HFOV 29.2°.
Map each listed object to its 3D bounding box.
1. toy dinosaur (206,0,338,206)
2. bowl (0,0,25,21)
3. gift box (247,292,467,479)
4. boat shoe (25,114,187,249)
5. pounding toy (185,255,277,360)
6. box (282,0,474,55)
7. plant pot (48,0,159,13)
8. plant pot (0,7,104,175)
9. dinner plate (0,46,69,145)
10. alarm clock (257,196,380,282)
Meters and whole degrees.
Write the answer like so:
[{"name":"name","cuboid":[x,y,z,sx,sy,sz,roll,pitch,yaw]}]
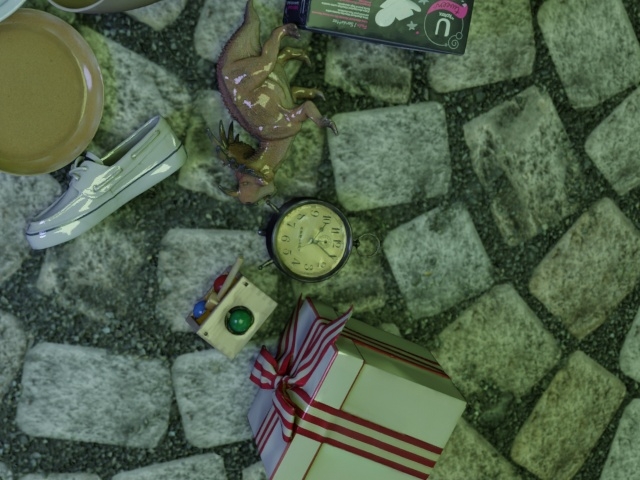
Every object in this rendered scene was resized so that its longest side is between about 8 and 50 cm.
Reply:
[{"name":"toy dinosaur","cuboid":[-0.098,-0.207,1.826,0.200,0.127,0.296,-21,94,3]},{"name":"bowl","cuboid":[-0.511,-0.417,1.668,0.297,0.134,0.298,0,93,-9]},{"name":"gift box","cuboid":[0.040,0.229,1.851,0.258,0.255,0.276,22,97,-18]},{"name":"boat shoe","cuboid":[-0.320,-0.088,1.783,0.267,0.096,0.088,-33,114,-11]},{"name":"pounding toy","cuboid":[-0.136,0.093,1.839,0.100,0.141,0.130,40,86,-16]},{"name":"box","cuboid":[0.086,-0.363,1.829,0.247,0.163,0.142,8,98,-16]},{"name":"plant pot","cuboid":[-0.251,-0.443,1.698,0.191,0.284,0.284,2,98,-48]},{"name":"plant pot","cuboid":[-0.423,-0.210,1.748,0.236,0.032,0.236,-4,98,-33]},{"name":"dinner plate","cuboid":[-0.432,-0.207,1.771,0.141,0.017,0.141,-5,99,-32]},{"name":"alarm clock","cuboid":[0.000,0.000,1.904,0.192,0.064,0.129,7,95,-14]}]
